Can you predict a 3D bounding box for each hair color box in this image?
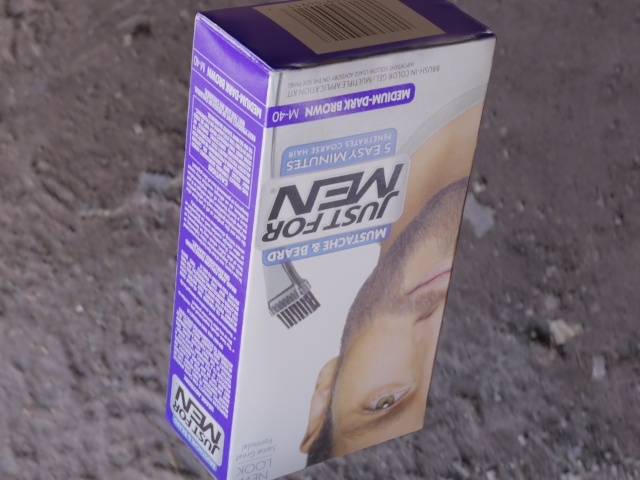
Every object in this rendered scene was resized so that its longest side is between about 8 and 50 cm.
[{"bbox_3d":[0.000,0.000,1.026,0.185,0.339,0.110,-14,38,-31],"label":"hair color box"}]
